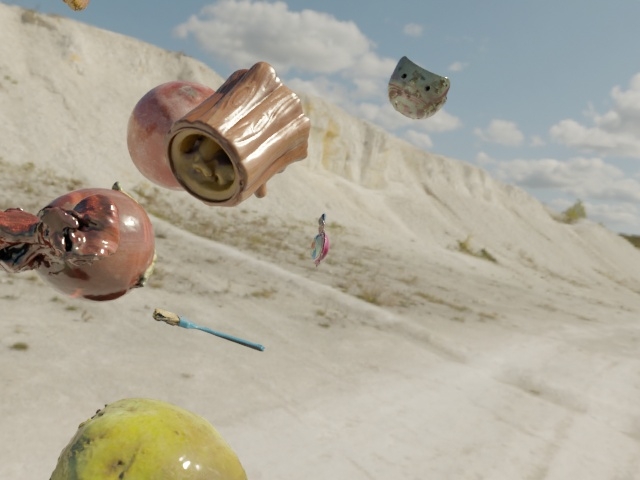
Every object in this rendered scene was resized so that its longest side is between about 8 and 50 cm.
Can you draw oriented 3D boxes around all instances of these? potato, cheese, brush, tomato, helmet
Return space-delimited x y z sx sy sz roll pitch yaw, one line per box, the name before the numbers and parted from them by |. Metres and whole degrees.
potato | -0.288 0.420 1.068 0.213 0.330 0.280 -18 -32 32
cheese | 0.000 0.000 1.650 0.038 0.145 0.095 12 -25 -15
brush | -0.153 0.127 0.869 0.164 0.014 0.051 22 -3 -18
tomato | -0.309 -0.245 1.439 0.271 0.227 0.270 9 45 -9
helmet | 0.231 -0.358 1.560 0.153 0.107 0.177 29 -16 11

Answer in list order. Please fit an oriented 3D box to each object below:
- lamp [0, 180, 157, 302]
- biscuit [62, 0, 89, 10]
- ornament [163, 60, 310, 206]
lamp | -0.288 0.010 0.785 0.215 0.150 0.223 -8 11 28
biscuit | -0.458 -0.549 1.069 0.038 0.305 0.305 -10 2 -4
ornament | -0.163 -0.190 1.169 0.221 0.235 0.217 16 41 22
